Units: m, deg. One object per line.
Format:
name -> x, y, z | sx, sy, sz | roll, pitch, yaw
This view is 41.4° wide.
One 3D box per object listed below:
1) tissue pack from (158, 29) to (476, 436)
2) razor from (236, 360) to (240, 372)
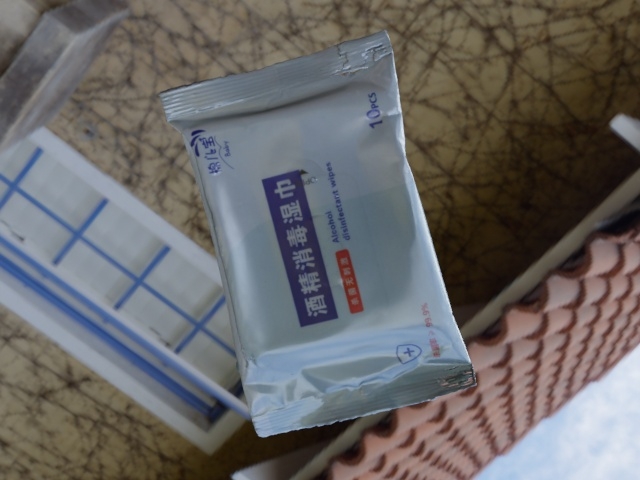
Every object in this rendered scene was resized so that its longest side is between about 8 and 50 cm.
tissue pack -> 0.000, 0.000, 0.443 | 0.123, 0.193, 0.026 | -15, -177, 4
razor -> -0.019, 0.103, 0.721 | 0.040, 0.068, 0.135 | -39, 153, 30
